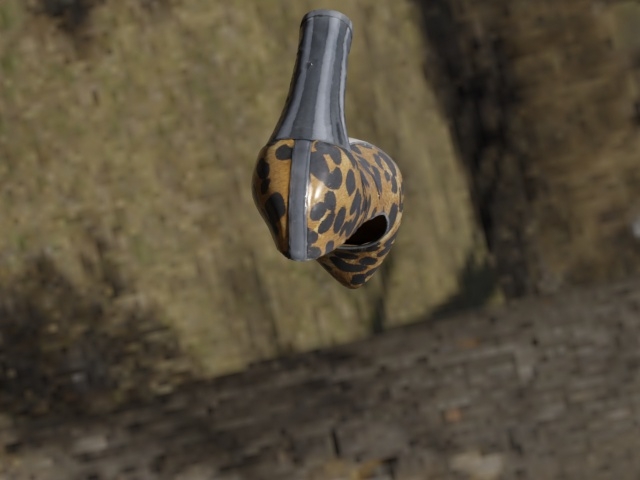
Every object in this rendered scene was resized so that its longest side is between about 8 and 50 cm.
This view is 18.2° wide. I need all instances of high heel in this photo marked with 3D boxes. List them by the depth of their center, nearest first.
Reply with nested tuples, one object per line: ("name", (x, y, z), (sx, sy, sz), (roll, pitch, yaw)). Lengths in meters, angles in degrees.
("high heel", (0.000, 0.000, 1.332), (0.261, 0.093, 0.186), (80, 14, -50))
